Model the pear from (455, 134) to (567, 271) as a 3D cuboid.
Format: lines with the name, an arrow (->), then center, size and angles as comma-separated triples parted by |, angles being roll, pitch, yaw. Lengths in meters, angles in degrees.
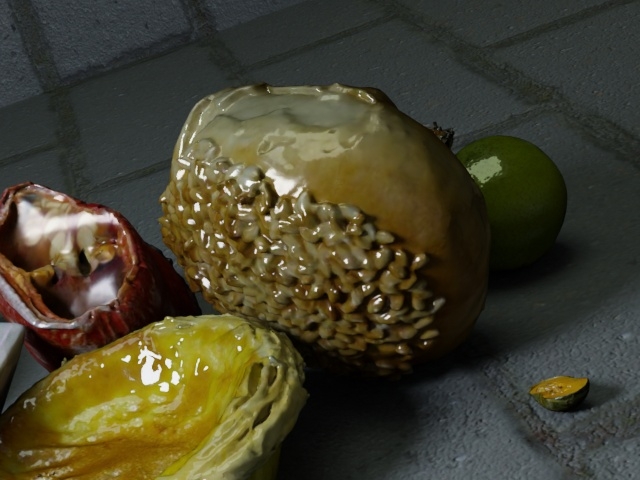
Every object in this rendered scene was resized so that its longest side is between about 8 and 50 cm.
pear -> 0.209, -0.035, 1.926 | 0.216, 0.166, 0.180 | -29, -19, -38

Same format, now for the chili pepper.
chili pepper -> -0.280, 0.049, 1.861 | 0.229, 0.251, 0.305 | -29, -20, -10

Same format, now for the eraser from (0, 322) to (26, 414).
eraser -> -0.420, 0.252, 1.576 | 0.082, 0.213, 0.397 | 21, 28, -2

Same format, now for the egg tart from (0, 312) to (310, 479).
egg tart -> -0.175, 0.224, 1.597 | 0.388, 0.169, 0.388 | -18, 22, 8

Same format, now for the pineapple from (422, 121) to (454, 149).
pineapple -> 0.120, -0.055, 1.962 | 0.047, 0.221, 0.221 | 19, 28, 5

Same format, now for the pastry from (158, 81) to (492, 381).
pastry -> 0.000, 0.000, 1.736 | 0.409, 0.409, 0.245 | 2, 49, 43

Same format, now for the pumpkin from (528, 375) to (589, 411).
pumpkin -> 0.251, 0.161, 1.592 | 0.050, 0.028, 0.083 | -25, 12, -13
